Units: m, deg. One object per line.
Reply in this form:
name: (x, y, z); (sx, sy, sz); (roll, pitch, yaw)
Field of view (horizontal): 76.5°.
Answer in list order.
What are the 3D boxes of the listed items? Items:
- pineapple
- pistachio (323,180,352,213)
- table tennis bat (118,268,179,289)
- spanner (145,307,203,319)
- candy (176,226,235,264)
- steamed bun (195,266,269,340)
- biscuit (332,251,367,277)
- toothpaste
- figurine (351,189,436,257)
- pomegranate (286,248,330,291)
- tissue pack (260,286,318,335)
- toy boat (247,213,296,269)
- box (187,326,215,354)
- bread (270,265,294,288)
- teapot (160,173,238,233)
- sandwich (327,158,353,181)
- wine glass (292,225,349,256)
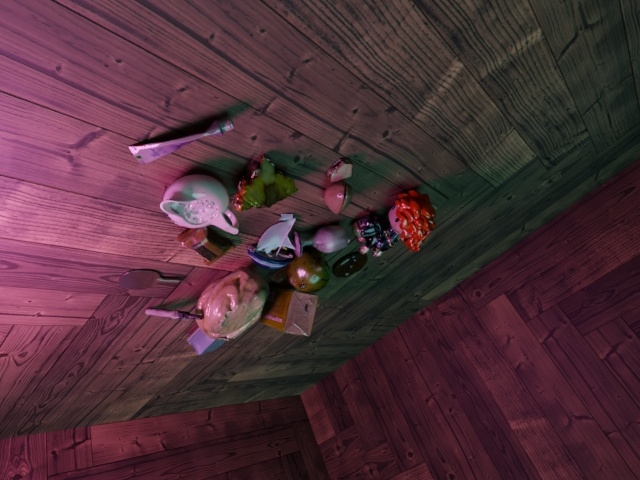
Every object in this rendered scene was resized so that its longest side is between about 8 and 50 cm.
pineapple: (-0.221, -0.199, 1.397); (0.250, 0.140, 0.164); (-33, 114, -33)
pistachio: (0.073, -0.173, 1.598); (0.108, 0.126, 0.185); (7, 163, -10)
table tennis bat: (-0.695, 0.161, 1.658); (0.234, 0.022, 0.131); (8, 135, -39)
spanner: (-0.632, 0.323, 1.770); (0.325, 0.040, 0.095); (-1, 164, 31)
candy: (-0.434, 0.018, 1.559); (0.143, 0.101, 0.271); (-32, 155, 0)
steamed bun: (-0.406, 0.283, 1.841); (0.324, 0.230, 0.372); (-20, 150, -27)
biscuit: (0.165, 0.137, 2.222); (0.212, 0.036, 0.212); (-19, 148, -12)
toothpaste: (-0.395, -0.289, 1.171); (0.301, 0.048, 0.075); (-19, 176, 1)
figurine: (0.342, -0.064, 1.908); (0.411, 0.241, 0.306); (-18, 129, 23)
pomegranate: (-0.047, 0.129, 1.900); (0.211, 0.263, 0.211); (15, 134, 16)
tissue pack: (-0.157, 0.345, 2.007); (0.167, 0.200, 0.274); (17, 170, -31)
toy boat: (-0.185, 0.005, 1.733); (0.220, 0.067, 0.291); (14, 127, -24)
box: (-0.576, 0.493, 2.132); (0.227, 0.130, 0.162); (-43, 160, 27)
bread: (-0.150, 0.188, 2.048); (0.139, 0.060, 0.178); (-32, 149, 12)
teapot: (-0.389, -0.114, 1.342); (0.299, 0.166, 0.208); (26, 111, -41)
sandwich: (0.073, -0.268, 1.550); (0.105, 0.036, 0.093); (-21, 150, -5)
wine glass: (0.000, 0.000, 1.815); (0.241, 0.126, 0.126); (-8, 145, -22)
